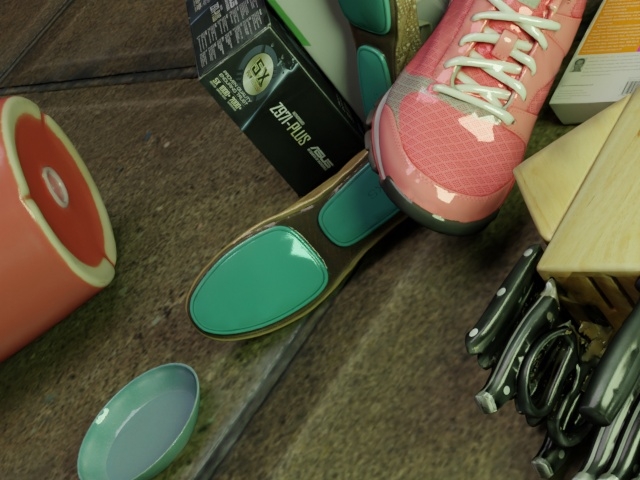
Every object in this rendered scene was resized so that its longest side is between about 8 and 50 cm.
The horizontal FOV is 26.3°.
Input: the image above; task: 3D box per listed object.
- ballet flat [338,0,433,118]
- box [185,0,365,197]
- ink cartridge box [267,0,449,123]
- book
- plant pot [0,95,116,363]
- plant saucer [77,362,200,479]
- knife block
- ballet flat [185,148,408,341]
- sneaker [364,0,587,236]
[{"bbox_3d":[0.057,-0.173,1.085,0.067,0.206,0.073,-36,47,-25],"label":"ballet flat"},{"bbox_3d":[-0.040,-0.148,1.207,0.077,0.147,0.180,-35,29,12],"label":"box"},{"bbox_3d":[0.034,-0.277,1.225,0.121,0.211,0.289,-28,32,23],"label":"ink cartridge box"},{"bbox_3d":[0.238,-0.147,0.998,0.096,0.035,0.144,3,53,49],"label":"book"},{"bbox_3d":[-0.340,0.003,1.268,0.243,0.275,0.275,-26,32,10],"label":"plant pot"},{"bbox_3d":[-0.134,0.147,1.050,0.119,0.021,0.119,-30,31,20],"label":"plant saucer"},{"bbox_3d":[0.208,0.011,0.765,0.275,0.088,0.242,-33,31,13],"label":"knife block"},{"bbox_3d":[0.000,0.000,1.060,0.232,0.080,0.073,-34,2,7],"label":"ballet flat"},{"bbox_3d":[0.122,-0.144,0.988,0.136,0.116,0.314,116,179,-53],"label":"sneaker"}]
